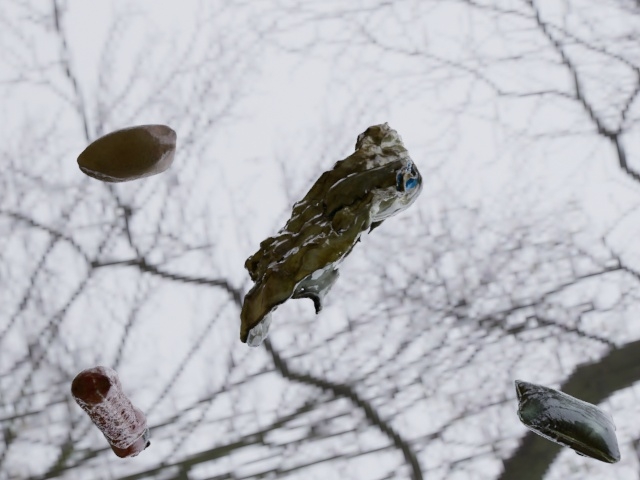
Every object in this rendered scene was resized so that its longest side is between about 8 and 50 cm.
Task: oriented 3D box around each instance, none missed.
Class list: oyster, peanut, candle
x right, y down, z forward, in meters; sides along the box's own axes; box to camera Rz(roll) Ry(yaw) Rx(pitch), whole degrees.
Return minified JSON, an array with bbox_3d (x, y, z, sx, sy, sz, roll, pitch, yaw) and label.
[{"bbox_3d":[0.000,0.000,1.472,0.083,0.223,0.214,40,-75,3],"label":"oyster"},{"bbox_3d":[-0.262,-0.116,2.239,0.152,0.076,0.076,-16,-95,20],"label":"peanut"},{"bbox_3d":[-0.213,0.179,1.712,0.048,0.051,0.329,48,-11,13],"label":"candle"}]

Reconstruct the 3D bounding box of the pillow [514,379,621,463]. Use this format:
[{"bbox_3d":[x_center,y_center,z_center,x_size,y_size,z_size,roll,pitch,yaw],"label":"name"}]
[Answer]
[{"bbox_3d":[0.283,0.205,1.892,0.055,0.136,0.091,-52,-167,49],"label":"pillow"}]
